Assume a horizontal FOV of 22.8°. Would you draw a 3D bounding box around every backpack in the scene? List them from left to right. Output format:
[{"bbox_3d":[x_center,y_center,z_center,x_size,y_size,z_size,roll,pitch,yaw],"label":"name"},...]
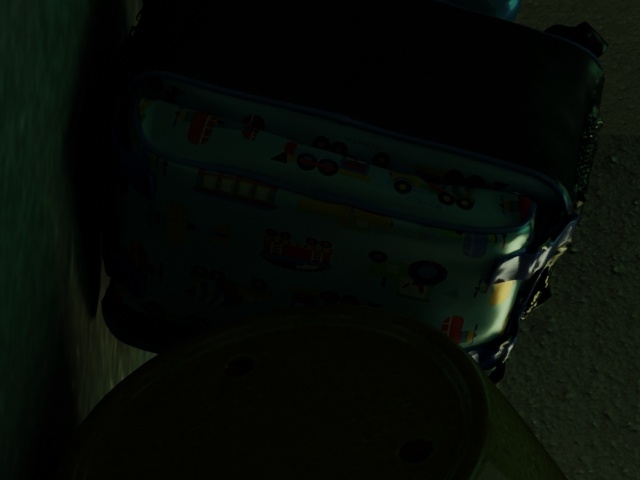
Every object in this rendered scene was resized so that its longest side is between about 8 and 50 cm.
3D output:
[{"bbox_3d":[0.000,0.000,0.539,0.173,0.158,0.117,108,-2,-49],"label":"backpack"}]

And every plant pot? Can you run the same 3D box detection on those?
[{"bbox_3d":[0.013,0.154,0.476,0.237,0.237,0.254,-84,161,-55],"label":"plant pot"}]

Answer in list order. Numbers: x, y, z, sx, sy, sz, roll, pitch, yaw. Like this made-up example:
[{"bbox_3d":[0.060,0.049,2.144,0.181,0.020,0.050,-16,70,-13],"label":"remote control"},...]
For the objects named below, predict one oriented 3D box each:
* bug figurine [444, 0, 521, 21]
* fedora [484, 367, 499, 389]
[{"bbox_3d":[0.003,-0.099,0.657,0.279,0.072,0.216,-120,-147,-40],"label":"bug figurine"},{"bbox_3d":[0.030,0.049,0.844,0.243,0.124,0.275,-91,176,-49],"label":"fedora"}]
